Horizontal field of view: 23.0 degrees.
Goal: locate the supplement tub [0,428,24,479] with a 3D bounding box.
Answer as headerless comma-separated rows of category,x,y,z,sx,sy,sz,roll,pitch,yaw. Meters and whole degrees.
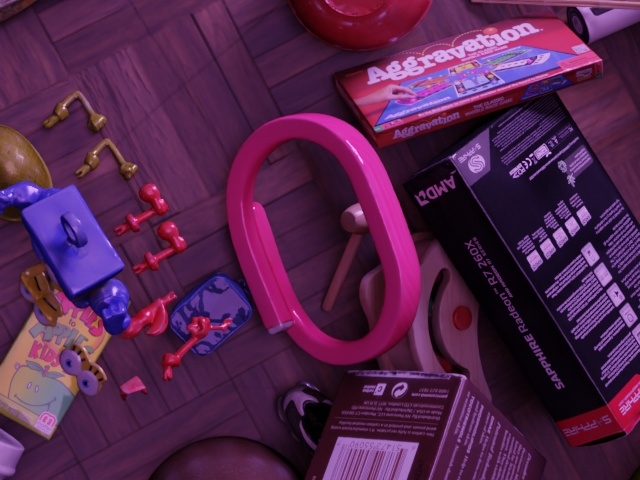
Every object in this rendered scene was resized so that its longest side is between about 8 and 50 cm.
supplement tub,-0.479,0.314,1.653,0.235,0.235,0.325,30,84,-8

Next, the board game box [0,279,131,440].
board game box,-0.302,0.125,1.787,0.092,0.043,0.181,31,84,-8

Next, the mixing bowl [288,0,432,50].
mixing bowl,0.042,-0.304,1.806,0.181,0.098,0.181,1,101,5

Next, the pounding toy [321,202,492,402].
pounding toy,0.108,0.071,1.852,0.154,0.155,0.270,-22,103,-38

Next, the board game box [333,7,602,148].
board game box,0.171,-0.194,1.838,0.281,0.145,0.027,-18,127,-10

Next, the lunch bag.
lunch bag,-0.124,0.080,1.809,0.098,0.065,0.067,-40,97,0

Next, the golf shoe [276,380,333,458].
golf shoe,0.029,0.249,1.821,0.198,0.094,0.077,43,81,-8

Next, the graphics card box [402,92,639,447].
graphics card box,0.278,0.025,1.819,0.233,0.094,0.371,-38,98,-42

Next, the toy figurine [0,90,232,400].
toy figurine,-0.251,-0.021,1.672,0.191,0.217,0.363,-29,80,-11

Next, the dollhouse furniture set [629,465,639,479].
dollhouse furniture set,0.491,0.404,1.871,0.301,0.151,0.197,39,82,-8

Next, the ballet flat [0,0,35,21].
ballet flat,-0.319,-0.329,1.759,0.348,0.123,0.123,-24,93,-10

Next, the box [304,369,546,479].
box,0.115,0.263,1.730,0.203,0.168,0.167,45,55,-41

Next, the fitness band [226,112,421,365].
fitness band,0.000,0.000,1.767,0.054,0.209,0.291,-15,83,-54

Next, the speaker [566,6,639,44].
speaker,0.372,-0.288,1.915,0.136,0.055,0.055,-24,93,-10

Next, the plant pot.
plant pot,-0.099,0.324,1.713,0.215,0.230,0.215,1,84,-5

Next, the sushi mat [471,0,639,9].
sushi mat,0.327,-0.346,1.838,0.316,0.019,0.151,6,116,15
